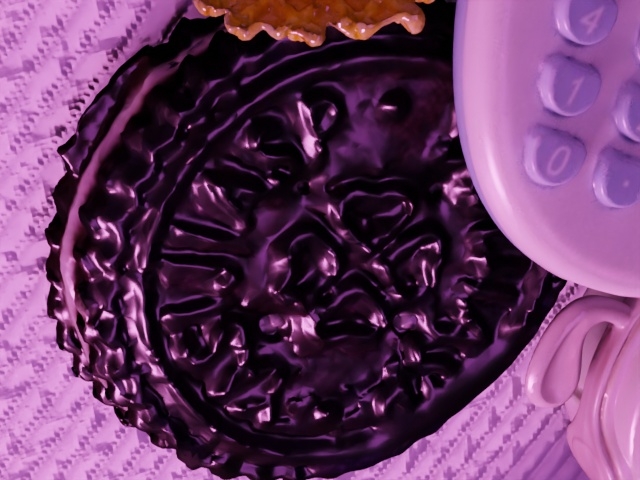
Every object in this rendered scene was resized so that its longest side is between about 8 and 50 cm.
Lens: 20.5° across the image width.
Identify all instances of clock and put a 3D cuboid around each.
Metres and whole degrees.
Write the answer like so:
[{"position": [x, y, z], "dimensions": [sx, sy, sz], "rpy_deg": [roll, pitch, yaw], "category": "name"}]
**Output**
[{"position": [0.163, 0.047, 0.699], "dimensions": [0.151, 0.062, 0.191], "rpy_deg": [-49, 128, 4], "category": "clock"}]

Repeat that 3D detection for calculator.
[{"position": [0.140, -0.126, 0.578], "dimensions": [0.188, 0.042, 0.302], "rpy_deg": [16, 95, -30], "category": "calculator"}]

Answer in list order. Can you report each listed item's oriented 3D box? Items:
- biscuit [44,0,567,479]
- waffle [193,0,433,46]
[{"position": [0.000, 0.000, 0.608], "dimensions": [0.195, 0.053, 0.194], "rpy_deg": [-11, 121, -19], "category": "biscuit"}, {"position": [0.000, -0.089, 0.549], "dimensions": [0.085, 0.078, 0.016], "rpy_deg": [-11, 139, -3], "category": "waffle"}]
